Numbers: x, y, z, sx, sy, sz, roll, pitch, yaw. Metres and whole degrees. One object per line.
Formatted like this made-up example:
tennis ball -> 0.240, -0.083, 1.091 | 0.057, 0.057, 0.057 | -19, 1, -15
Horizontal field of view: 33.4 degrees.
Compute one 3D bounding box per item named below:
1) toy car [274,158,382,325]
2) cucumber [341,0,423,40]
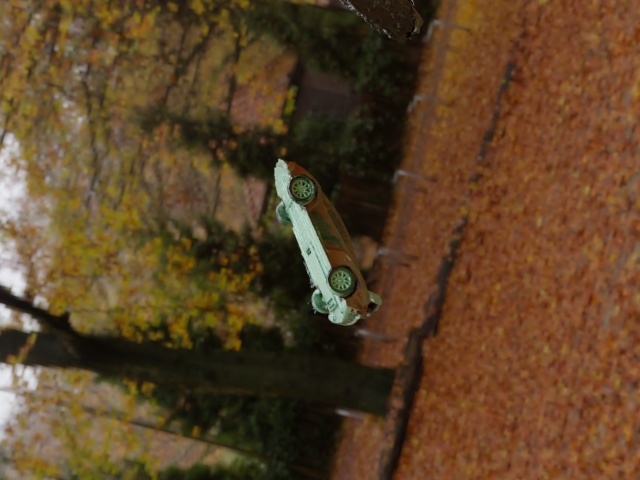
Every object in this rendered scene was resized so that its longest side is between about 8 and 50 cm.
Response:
toy car -> 0.000, 0.000, 0.724 | 0.059, 0.035, 0.122 | 122, 128, -71
cucumber -> 0.029, -0.261, 1.078 | 0.053, 0.181, 0.053 | -32, 44, 38
